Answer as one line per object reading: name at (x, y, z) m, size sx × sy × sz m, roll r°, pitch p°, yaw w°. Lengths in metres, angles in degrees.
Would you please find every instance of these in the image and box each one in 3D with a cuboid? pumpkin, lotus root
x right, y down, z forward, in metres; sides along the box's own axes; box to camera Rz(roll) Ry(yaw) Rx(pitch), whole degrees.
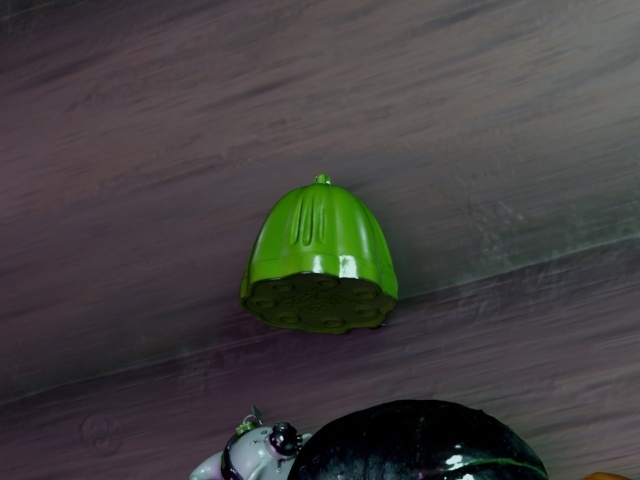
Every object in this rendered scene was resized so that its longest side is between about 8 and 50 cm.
pumpkin at (0.113, 0.314, 1.968) m, size 0.315 × 0.238 × 0.315 m, roll -20°, pitch 59°, yaw 36°
lotus root at (0.000, 0.000, 2.112) m, size 0.186 × 0.186 × 0.186 m, roll -3°, pitch 84°, yaw 30°

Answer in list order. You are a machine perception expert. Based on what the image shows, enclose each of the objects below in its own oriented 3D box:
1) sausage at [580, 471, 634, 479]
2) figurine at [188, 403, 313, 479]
sausage at (0.397, 0.330, 1.878) m, size 0.330 × 0.102 × 0.102 m, roll 23°, pitch 97°, yaw 30°
figurine at (-0.077, 0.278, 2.140) m, size 0.126 × 0.147 × 0.192 m, roll 38°, pitch 124°, yaw 8°
